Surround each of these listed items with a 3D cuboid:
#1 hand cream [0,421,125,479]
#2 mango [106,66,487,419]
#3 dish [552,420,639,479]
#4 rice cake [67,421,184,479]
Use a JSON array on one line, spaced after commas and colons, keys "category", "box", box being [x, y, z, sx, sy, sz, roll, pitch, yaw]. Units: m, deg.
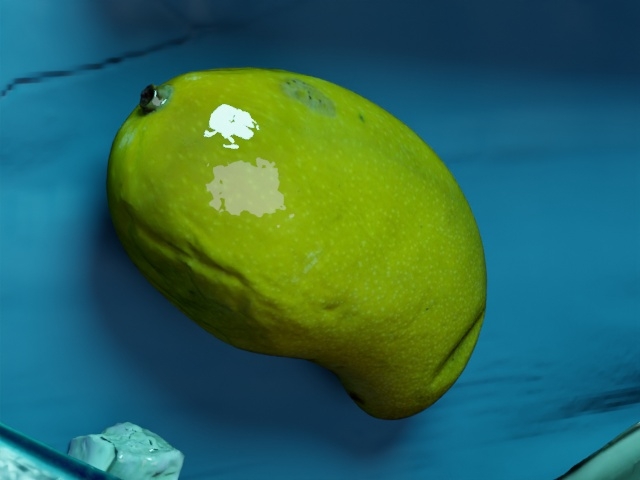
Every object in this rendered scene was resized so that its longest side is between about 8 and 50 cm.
[{"category": "hand cream", "box": [-0.091, 0.122, 0.620, 0.271, 0.061, 0.120, 25, 93, -15]}, {"category": "mango", "box": [0.000, 0.000, 0.662, 0.098, 0.075, 0.190, -44, 132, 8]}, {"category": "dish", "box": [0.133, 0.114, 0.766, 0.246, 0.224, 0.078, -33, 80, -1]}, {"category": "rice cake", "box": [-0.101, 0.162, 0.677, 0.034, 0.043, 0.210, 19, 96, -28]}]
